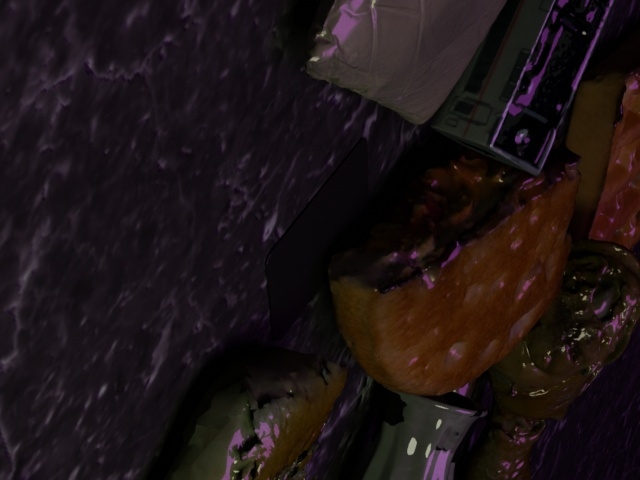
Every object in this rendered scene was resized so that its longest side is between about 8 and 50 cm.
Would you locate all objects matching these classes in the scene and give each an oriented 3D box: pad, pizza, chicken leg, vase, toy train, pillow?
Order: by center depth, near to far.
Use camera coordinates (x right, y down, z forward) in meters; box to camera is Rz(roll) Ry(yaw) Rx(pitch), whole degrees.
[{"bbox_3d":[0.092,-0.233,1.213,0.281,0.076,0.274,-63,159,6],"label":"pillow"},{"bbox_3d":[0.000,0.000,1.322,0.157,0.003,0.112,-52,153,-34],"label":"pad"},{"bbox_3d":[0.216,-0.262,1.357,0.086,0.088,0.407,23,91,-49],"label":"toy train"},{"bbox_3d":[0.133,0.019,1.478,0.409,0.114,0.277,-8,122,-60],"label":"pizza"},{"bbox_3d":[0.057,0.319,1.582,0.165,0.165,0.360,7,101,-68],"label":"vase"},{"bbox_3d":[0.253,0.175,1.897,0.201,0.153,0.429,-10,131,-37],"label":"chicken leg"}]

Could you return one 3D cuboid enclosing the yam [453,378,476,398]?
[{"bbox_3d":[0.156,0.100,1.707,0.061,0.061,0.253,-11,121,-64],"label":"yam"}]

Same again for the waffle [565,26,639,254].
[{"bbox_3d":[0.366,-0.100,1.975,0.304,0.077,0.348,-37,144,-50],"label":"waffle"}]

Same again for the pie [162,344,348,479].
[{"bbox_3d":[-0.070,0.253,1.314,0.296,0.078,0.371,-50,154,-33],"label":"pie"}]
